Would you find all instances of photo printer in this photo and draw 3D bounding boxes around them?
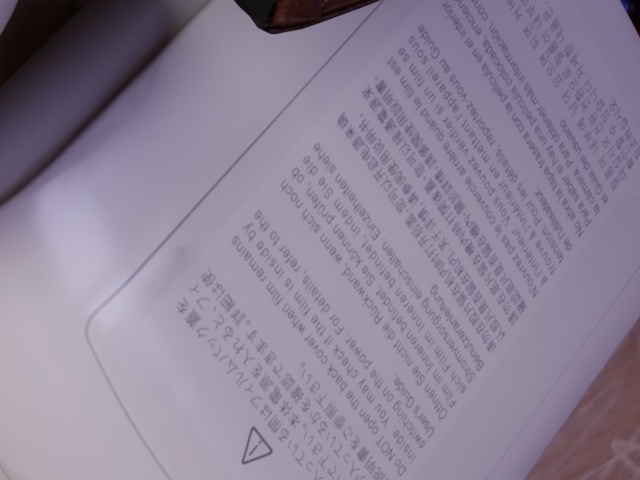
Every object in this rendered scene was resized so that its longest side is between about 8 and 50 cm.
[{"bbox_3d":[0.000,0.000,0.632,0.307,0.107,0.256,-50,121,-26],"label":"photo printer"}]

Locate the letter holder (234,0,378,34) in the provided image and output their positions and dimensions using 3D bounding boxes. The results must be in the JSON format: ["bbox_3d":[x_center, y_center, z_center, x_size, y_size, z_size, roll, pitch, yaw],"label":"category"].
[{"bbox_3d":[-0.011,-0.227,0.471,0.214,0.302,0.152,-23,147,-38],"label":"letter holder"}]

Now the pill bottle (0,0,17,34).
[{"bbox_3d":[-0.206,-0.128,0.394,0.272,0.152,0.152,41,66,-46],"label":"pill bottle"}]

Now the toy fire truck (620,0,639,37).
[{"bbox_3d":[0.234,-0.100,0.758,0.254,0.169,0.302,28,117,-14],"label":"toy fire truck"}]
